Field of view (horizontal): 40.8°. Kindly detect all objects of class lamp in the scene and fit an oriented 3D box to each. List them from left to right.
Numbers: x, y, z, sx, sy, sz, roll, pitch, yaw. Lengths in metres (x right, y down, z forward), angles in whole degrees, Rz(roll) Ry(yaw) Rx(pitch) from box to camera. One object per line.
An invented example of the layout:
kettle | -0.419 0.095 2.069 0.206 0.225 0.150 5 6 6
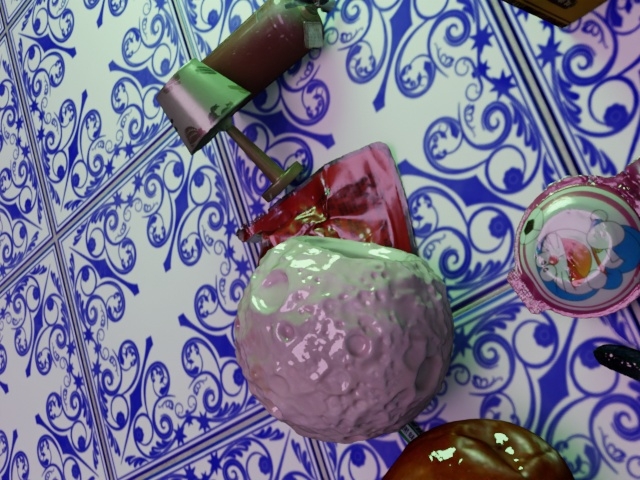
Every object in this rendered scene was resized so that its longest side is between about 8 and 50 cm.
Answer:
lamp | -0.126 -0.149 1.198 0.215 0.121 0.121 46 125 -8

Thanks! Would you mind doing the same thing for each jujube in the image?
jujube | 0.149 0.344 0.902 0.223 0.223 0.318 29 115 40

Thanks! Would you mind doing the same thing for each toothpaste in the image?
toothpaste | 0.129 0.256 1.062 0.083 0.017 0.020 46 118 33

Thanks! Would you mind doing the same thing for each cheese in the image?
cheese | 0.299 -0.015 0.888 0.244 0.062 0.155 -40 64 21

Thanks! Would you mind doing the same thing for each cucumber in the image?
cucumber | 0.337 0.133 0.867 0.133 0.032 0.032 21 102 42

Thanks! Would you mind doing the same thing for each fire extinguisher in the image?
fire extinguisher | -0.079 -0.275 1.218 0.269 0.104 0.105 -31 68 37

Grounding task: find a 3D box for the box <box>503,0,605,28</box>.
box | 0.291 -0.315 0.847 0.237 0.152 0.070 -33 67 36

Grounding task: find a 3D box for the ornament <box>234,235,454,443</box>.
ornament | 0.024 0.116 1.003 0.259 0.259 0.225 15 100 42

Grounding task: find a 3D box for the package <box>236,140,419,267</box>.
package | 0.000 0.000 1.161 0.269 0.071 0.194 -20 89 37
